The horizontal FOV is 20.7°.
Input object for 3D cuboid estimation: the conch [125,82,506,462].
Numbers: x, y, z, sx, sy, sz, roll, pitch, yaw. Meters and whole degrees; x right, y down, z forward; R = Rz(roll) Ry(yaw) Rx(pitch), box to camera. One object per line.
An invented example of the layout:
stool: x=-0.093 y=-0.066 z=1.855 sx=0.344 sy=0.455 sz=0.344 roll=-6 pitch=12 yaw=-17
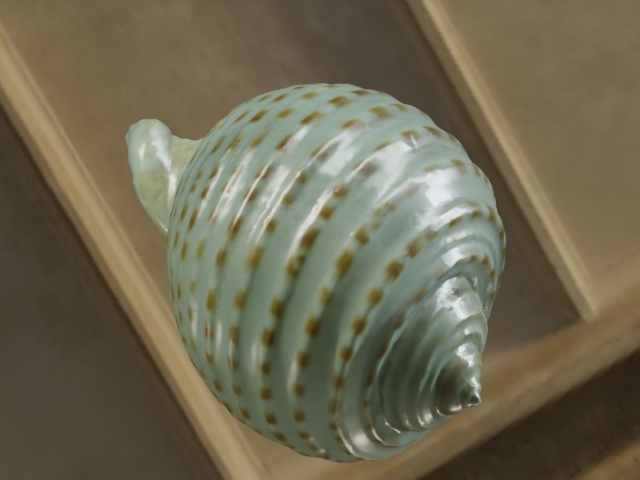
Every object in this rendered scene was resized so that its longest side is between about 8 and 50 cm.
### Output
conch: x=0.007 y=-0.004 z=0.745 sx=0.200 sy=0.172 sz=0.131 roll=56 pitch=-48 yaw=16
